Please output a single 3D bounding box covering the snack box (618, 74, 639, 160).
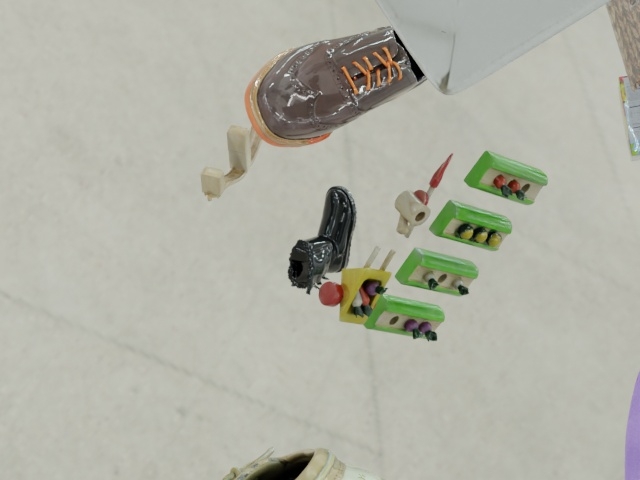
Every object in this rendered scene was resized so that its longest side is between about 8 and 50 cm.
[{"bbox_3d":[0.402,-0.154,1.743,0.141,0.037,0.100,-5,86,-78],"label":"snack box"}]

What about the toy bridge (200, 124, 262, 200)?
[{"bbox_3d":[-0.097,-0.108,1.658,0.026,0.063,0.188,14,46,15],"label":"toy bridge"}]

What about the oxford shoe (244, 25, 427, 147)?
[{"bbox_3d":[0.031,-0.168,1.371,0.271,0.098,0.097,-32,98,-45],"label":"oxford shoe"}]

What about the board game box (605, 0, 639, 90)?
[{"bbox_3d":[0.426,-0.260,1.244,0.232,0.291,0.141,119,-45,-84],"label":"board game box"}]

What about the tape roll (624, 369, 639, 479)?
[{"bbox_3d":[0.355,0.159,1.068,0.274,0.090,0.275,-2,93,-41],"label":"tape roll"}]

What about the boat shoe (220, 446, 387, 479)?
[{"bbox_3d":[-0.029,0.195,1.046,0.089,0.285,0.104,43,63,-12],"label":"boat shoe"}]

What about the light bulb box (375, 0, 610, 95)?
[{"bbox_3d":[0.201,-0.292,0.669,0.225,0.358,0.361,57,41,-4],"label":"light bulb box"}]

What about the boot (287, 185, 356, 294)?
[{"bbox_3d":[0.000,0.000,1.699,0.045,0.121,0.099,15,21,30],"label":"boot"}]

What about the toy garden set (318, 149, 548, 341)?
[{"bbox_3d":[0.127,0.012,1.508,0.203,0.244,0.049,14,28,-47],"label":"toy garden set"}]
